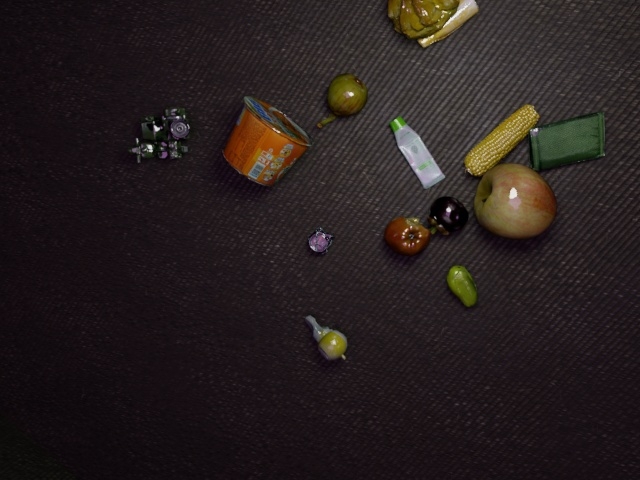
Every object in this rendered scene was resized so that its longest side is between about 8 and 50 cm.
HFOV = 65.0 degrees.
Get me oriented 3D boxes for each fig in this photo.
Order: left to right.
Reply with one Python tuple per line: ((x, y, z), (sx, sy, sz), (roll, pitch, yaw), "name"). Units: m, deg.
((0.088, -0.494, 1.795), (0.142, 0.147, 0.186), (18, 140, -6), "fig")

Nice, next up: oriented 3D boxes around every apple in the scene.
((0.308, -0.012, 1.795), (0.156, 0.158, 0.147), (39, 105, -1), "apple")
((0.646, -0.127, 1.667), (0.234, 0.257, 0.256), (12, 100, -4), "apple")

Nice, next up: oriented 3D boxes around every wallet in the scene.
((0.824, -0.331, 1.685), (0.236, 0.055, 0.160), (-13, 120, 8), "wallet")

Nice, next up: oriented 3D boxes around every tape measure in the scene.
((-0.002, 0.001, 1.910), (0.091, 0.054, 0.094), (32, 96, 7), "tape measure")

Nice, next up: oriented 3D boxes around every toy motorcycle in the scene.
((-0.624, -0.406, 1.940), (0.276, 0.127, 0.205), (-1, 100, 8), "toy motorcycle")

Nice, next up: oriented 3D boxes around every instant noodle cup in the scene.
((-0.203, -0.344, 1.798), (0.296, 0.296, 0.214), (39, 111, 4), "instant noodle cup")

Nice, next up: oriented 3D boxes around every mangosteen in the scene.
((0.441, -0.081, 1.774), (0.137, 0.137, 0.151), (44, 100, 3), "mangosteen")

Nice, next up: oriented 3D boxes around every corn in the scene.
((0.612, -0.333, 1.723), (0.310, 0.101, 0.101), (-44, 88, 7), "corn")

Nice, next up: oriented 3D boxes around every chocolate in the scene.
((0.430, -0.744, 1.718), (0.219, 0.086, 0.085), (-35, 90, 17), "chocolate")

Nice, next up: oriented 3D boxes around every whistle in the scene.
((0.026, 0.370, 1.937), (0.123, 0.123, 0.223), (-48, 69, 13), "whistle")

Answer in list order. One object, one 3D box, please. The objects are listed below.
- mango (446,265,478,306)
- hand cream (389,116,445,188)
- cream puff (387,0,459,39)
((0.515, 0.166, 1.824), (0.091, 0.074, 0.165), (-24, 104, 9), "mango")
((0.340, -0.318, 1.811), (0.079, 0.050, 0.275), (-30, 96, 40), "hand cream")
((0.336, -0.791, 1.659), (0.245, 0.196, 0.243), (0, 91, 15), "cream puff")
